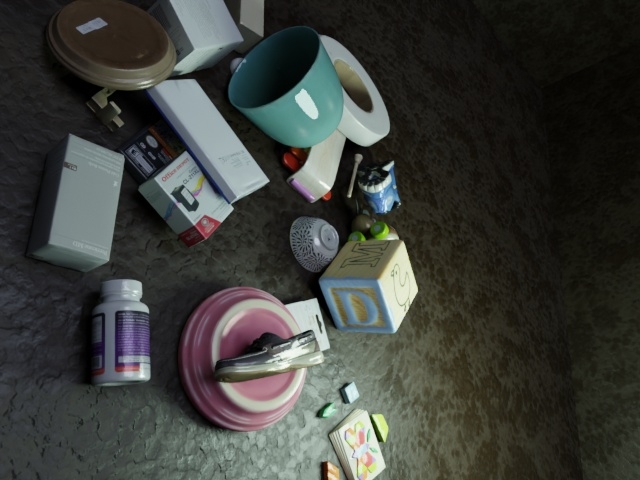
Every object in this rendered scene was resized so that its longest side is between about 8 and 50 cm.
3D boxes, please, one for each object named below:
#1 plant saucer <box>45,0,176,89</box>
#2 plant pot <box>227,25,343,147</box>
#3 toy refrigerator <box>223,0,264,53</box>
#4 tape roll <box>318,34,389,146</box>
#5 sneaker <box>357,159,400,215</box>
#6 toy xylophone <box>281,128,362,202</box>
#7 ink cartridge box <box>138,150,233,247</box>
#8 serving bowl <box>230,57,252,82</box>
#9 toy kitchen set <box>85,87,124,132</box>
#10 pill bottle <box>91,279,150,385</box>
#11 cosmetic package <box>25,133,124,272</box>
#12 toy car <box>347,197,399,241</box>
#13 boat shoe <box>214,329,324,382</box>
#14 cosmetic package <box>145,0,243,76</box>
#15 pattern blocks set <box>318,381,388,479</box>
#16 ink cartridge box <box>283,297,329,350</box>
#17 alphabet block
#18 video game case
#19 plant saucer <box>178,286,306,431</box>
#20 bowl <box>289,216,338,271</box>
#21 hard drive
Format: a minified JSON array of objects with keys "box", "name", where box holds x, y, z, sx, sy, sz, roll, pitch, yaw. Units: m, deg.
[{"box":[-0.458,-0.446,1.273,0.277,0.041,0.278,13,53,-18],"name":"plant saucer"},{"box":[-0.071,-0.399,1.594,0.235,0.292,0.293,47,43,-45],"name":"plant pot"},{"box":[-0.225,-0.692,1.676,0.094,0.102,0.270,19,60,-42],"name":"toy refrigerator"},{"box":[0.087,-0.494,1.897,0.392,0.072,0.392,36,37,-33],"name":"tape roll"},{"box":[0.188,-0.168,1.864,0.330,0.129,0.147,-67,145,-66],"name":"sneaker"},{"box":[0.014,-0.251,1.763,0.236,0.081,0.323,46,45,-25],"name":"toy xylophone"},{"box":[-0.302,-0.094,1.297,0.175,0.072,0.127,52,43,-18],"name":"ink cartridge box"},{"box":[-0.220,-0.490,1.651,0.083,0.027,0.084,21,60,-41],"name":"serving bowl"},{"box":[-0.456,-0.302,1.276,0.083,0.068,0.075,50,43,-21],"name":"toy kitchen set"},{"box":[-0.387,0.179,1.113,0.108,0.108,0.194,12,66,-45],"name":"pill bottle"},{"box":[-0.477,-0.070,1.127,0.127,0.107,0.238,22,55,-44],"name":"cosmetic package"},{"box":[0.156,-0.042,1.799,0.155,0.148,0.189,46,25,-51],"name":"toy car"},{"box":[-0.111,0.245,1.242,0.285,0.102,0.093,0,69,-43],"name":"boat shoe"},{"box":[-0.329,-0.525,1.449,0.183,0.151,0.152,-34,100,-48],"name":"cosmetic package"},{"box":[0.104,0.568,1.553,0.285,0.026,0.325,-39,103,-49],"name":"pattern blocks set"},{"box":[-0.060,0.235,1.508,0.179,0.045,0.146,-6,78,-54],"name":"ink cartridge box"},{"box":[0.139,0.127,1.624,0.197,0.193,0.193,-52,131,-46],"name":"alphabet block"},{"box":[-0.325,-0.171,1.392,0.275,0.035,0.248,51,43,-19],"name":"video game case"},{"box":[-0.157,0.265,1.315,0.332,0.084,0.332,14,67,-35],"name":"plant saucer"},{"box":[0.000,0.000,1.642,0.170,0.080,0.170,23,58,-42],"name":"bowl"},{"box":[-0.265,-0.245,1.386,0.319,0.040,0.210,54,22,-4],"name":"hard drive"}]
